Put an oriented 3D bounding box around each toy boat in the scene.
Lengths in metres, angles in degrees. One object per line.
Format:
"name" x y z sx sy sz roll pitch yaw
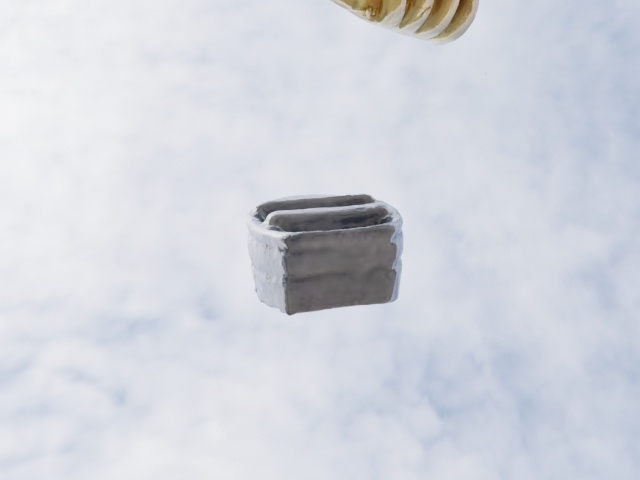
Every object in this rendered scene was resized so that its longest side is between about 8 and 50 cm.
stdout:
"toy boat" 0.000 0.000 1.075 0.127 0.283 0.078 -8 -82 -6

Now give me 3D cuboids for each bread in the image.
"bread" 0.064 -0.230 1.101 0.119 0.177 0.084 39 -67 30
